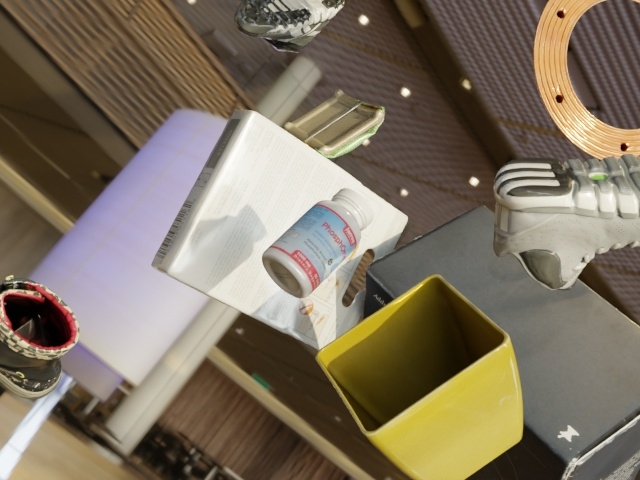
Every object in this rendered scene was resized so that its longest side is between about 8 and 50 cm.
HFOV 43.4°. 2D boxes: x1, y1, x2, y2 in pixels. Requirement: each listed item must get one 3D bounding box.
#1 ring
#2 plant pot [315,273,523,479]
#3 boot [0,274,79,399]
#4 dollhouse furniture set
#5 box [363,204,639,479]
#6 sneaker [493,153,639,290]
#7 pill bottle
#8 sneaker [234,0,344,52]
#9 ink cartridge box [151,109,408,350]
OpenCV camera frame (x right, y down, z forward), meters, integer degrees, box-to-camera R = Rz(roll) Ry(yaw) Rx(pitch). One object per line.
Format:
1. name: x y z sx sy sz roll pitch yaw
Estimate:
1. ring: 0.498 -0.290 1.332 0.337 0.336 0.032 40 -11 -9
2. plant pot: 0.153 0.209 1.089 0.187 0.212 0.212 58 -5 -27
3. boot: -0.366 0.067 0.875 0.236 0.085 0.178 42 -35 -6
4. dollhouse furniture set: -0.010 -0.151 1.617 0.197 0.302 0.151 42 -17 55
5. box: 0.324 0.284 1.464 0.480 0.298 0.471 45 -28 35
6. sneaker: 0.274 -0.009 0.768 0.229 0.086 0.132 4 -53 4
7. pill bottle: 0.000 0.000 1.129 0.087 0.160 0.087 36 -26 20
8. sneaker: -0.054 -0.320 1.201 0.078 0.234 0.106 44 -50 9
9. ink cartridge box: -0.059 -0.003 1.428 0.385 0.308 0.091 31 -9 -31
